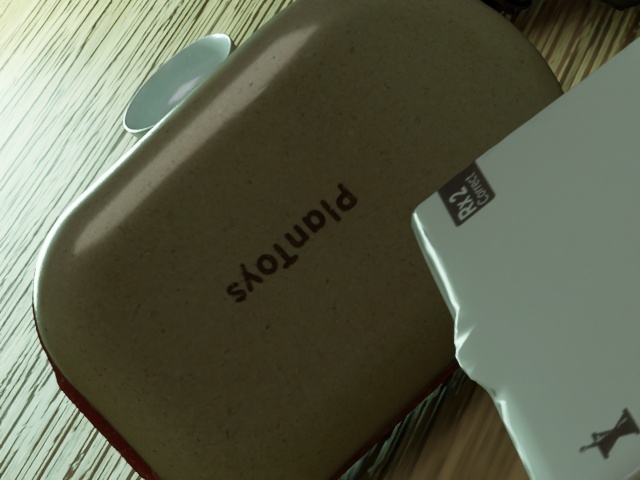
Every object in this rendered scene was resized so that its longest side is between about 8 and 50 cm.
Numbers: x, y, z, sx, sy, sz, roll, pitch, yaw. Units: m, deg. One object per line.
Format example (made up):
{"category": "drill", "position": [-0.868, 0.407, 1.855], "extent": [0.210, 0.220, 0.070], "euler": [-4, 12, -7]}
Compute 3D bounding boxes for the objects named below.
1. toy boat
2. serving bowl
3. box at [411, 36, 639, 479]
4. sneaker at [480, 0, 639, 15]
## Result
{"category": "toy boat", "position": [0.000, 0.000, 0.735], "extent": [0.231, 0.151, 0.151], "euler": [-42, -3, -1]}
{"category": "serving bowl", "position": [-0.078, -0.086, 1.063], "extent": [0.083, 0.027, 0.083], "euler": [-33, 27, 19]}
{"category": "box", "position": [0.143, 0.016, 0.501], "extent": [0.182, 0.119, 0.181], "euler": [-38, 27, 9]}
{"category": "sneaker", "position": [0.080, -0.127, 0.879], "extent": [0.118, 0.083, 0.222], "euler": [-58, 32, 9]}
